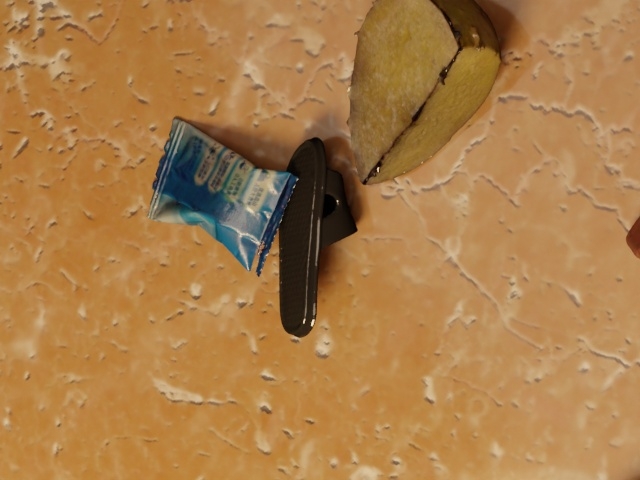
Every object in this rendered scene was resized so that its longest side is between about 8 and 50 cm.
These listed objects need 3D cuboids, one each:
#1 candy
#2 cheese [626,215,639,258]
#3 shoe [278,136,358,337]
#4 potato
[{"bbox_3d":[-0.085,-0.036,1.429,0.136,0.038,0.088,26,103,30],"label":"candy"},{"bbox_3d":[0.346,0.032,1.269,0.177,0.203,0.128,31,100,-18],"label":"cheese"},{"bbox_3d":[0.000,0.000,1.401,0.053,0.062,0.159,9,80,-26],"label":"shoe"},{"bbox_3d":[0.083,-0.130,1.363,0.101,0.089,0.172,59,141,26],"label":"potato"}]
